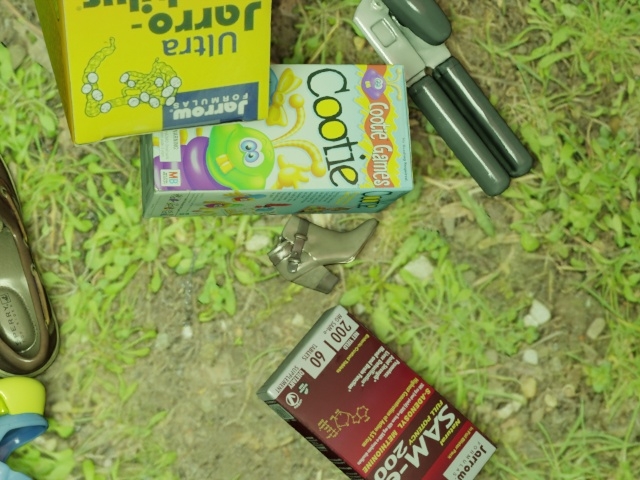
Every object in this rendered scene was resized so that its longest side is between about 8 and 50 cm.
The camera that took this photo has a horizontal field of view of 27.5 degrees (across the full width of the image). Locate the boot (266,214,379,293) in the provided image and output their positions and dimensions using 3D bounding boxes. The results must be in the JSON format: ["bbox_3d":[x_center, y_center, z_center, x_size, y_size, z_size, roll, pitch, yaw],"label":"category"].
[{"bbox_3d":[0.000,0.000,1.477,0.087,0.042,0.118,37,75,-3],"label":"boot"}]

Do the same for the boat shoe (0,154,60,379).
[{"bbox_3d":[-0.364,-0.017,1.353,0.123,0.123,0.342,-22,87,-15],"label":"boat shoe"}]

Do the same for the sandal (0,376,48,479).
[{"bbox_3d":[-0.400,0.257,1.291,0.317,0.126,0.138,-26,73,-13],"label":"sandal"}]

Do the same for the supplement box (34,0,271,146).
[{"bbox_3d":[-0.186,-0.283,1.307,0.194,0.195,0.356,-10,43,-15],"label":"supplement box"}]

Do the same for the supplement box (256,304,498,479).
[{"bbox_3d":[0.062,0.199,1.443,0.239,0.073,0.130,42,74,-5],"label":"supplement box"}]

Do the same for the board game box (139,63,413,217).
[{"bbox_3d":[-0.054,-0.108,1.428,0.275,0.144,0.142,-1,81,-14],"label":"board game box"}]

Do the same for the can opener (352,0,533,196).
[{"bbox_3d":[0.146,-0.183,1.511,0.076,0.095,0.283,-38,91,-15],"label":"can opener"}]
